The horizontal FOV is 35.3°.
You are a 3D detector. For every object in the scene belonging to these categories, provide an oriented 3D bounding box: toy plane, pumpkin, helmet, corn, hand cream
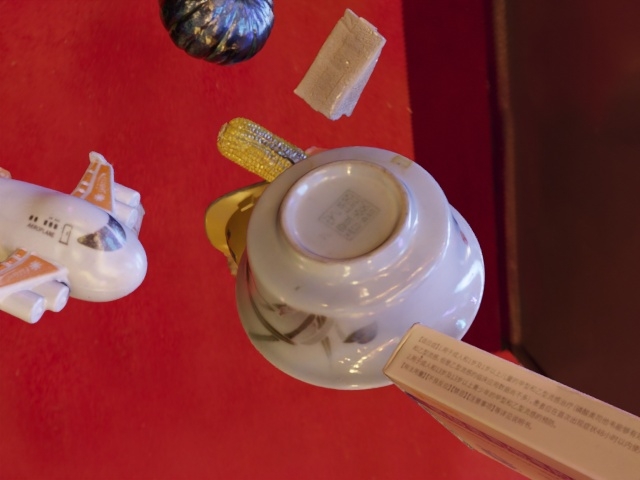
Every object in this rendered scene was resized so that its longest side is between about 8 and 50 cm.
[{"bbox_3d":[-0.301,-0.015,1.098,0.245,0.244,0.117,5,134,-11],"label":"toy plane"},{"bbox_3d":[-0.164,-0.370,1.590,0.150,0.194,0.194,-2,115,33],"label":"pumpkin"},{"bbox_3d":[-0.057,0.011,1.645,0.257,0.140,0.205,-9,140,-4],"label":"helmet"},{"bbox_3d":[-0.067,-0.123,1.560,0.203,0.072,0.072,30,102,-12],"label":"corn"},{"bbox_3d":[-0.329,-0.025,1.742,0.039,0.143,0.061,-15,129,17],"label":"hand cream"}]

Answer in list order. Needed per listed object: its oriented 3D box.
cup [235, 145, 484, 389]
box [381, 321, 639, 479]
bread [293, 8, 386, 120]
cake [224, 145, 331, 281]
[{"bbox_3d":[0.039,0.007,1.327,0.347,0.347,0.163,-19,144,-2],"label":"cup"},{"bbox_3d":[0.234,0.190,0.891,0.200,0.343,0.065,42,76,-40],"label":"box"},{"bbox_3d":[0.039,-0.250,1.429,0.077,0.105,0.152,41,113,6],"label":"bread"},{"bbox_3d":[0.000,0.000,2.041,0.314,0.307,0.293,-41,127,-22],"label":"cake"}]
